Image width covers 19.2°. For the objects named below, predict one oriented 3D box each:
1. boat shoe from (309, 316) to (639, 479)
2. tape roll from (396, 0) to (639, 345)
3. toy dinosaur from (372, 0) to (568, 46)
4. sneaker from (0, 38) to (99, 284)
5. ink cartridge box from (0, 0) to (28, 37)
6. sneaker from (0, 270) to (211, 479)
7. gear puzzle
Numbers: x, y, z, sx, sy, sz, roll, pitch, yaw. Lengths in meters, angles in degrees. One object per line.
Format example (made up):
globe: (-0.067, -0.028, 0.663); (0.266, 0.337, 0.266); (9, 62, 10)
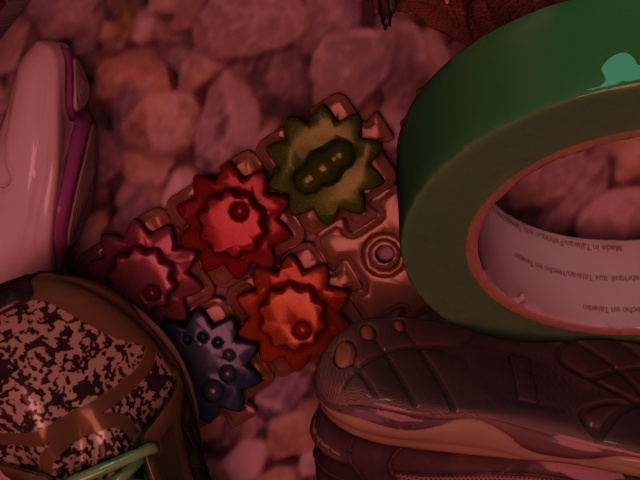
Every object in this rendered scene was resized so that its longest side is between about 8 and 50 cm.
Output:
boat shoe: (0.163, 0.146, 1.270); (0.355, 0.132, 0.130); (12, 123, -4)
tape roll: (0.209, -0.032, 1.208); (0.321, 0.321, 0.077); (-5, 57, 7)
toy dinosaur: (0.148, -0.168, 1.230); (0.296, 0.127, 0.200); (-21, 121, 33)
sneaker: (-0.248, -0.001, 1.347); (0.152, 0.114, 0.305); (16, 103, 2)
ink cartridge box: (-0.298, -0.120, 1.322); (0.072, 0.127, 0.175); (40, 102, -1)
sneaker: (-0.120, 0.207, 1.299); (0.158, 0.182, 0.410); (-26, 115, -6)
gear puzzle: (0.000, 0.000, 1.357); (0.339, 0.044, 0.175); (-32, 96, 11)
